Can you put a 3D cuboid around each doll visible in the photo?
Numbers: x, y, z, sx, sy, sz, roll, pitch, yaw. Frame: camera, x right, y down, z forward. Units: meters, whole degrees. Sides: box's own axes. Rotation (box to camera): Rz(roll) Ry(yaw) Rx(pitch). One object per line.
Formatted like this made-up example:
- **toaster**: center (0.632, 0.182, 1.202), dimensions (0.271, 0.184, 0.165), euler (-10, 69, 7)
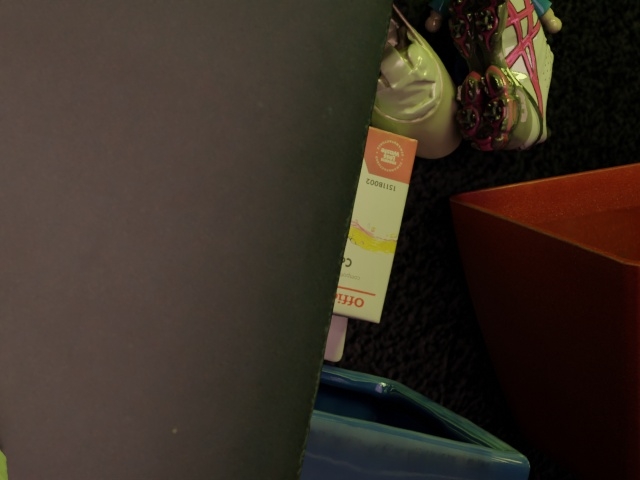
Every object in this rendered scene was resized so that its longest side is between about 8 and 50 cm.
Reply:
- **doll**: center (0.158, -0.188, 0.918), dimensions (0.129, 0.046, 0.189), euler (-7, 93, -9)

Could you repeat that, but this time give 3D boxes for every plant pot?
- **plant pot**: center (-0.021, 0.209, 0.762), dimensions (0.236, 0.236, 0.212), euler (16, 91, -21)
- **plant pot**: center (0.292, 0.078, 0.874), dimensions (0.267, 0.267, 0.236), euler (-10, 106, -21)

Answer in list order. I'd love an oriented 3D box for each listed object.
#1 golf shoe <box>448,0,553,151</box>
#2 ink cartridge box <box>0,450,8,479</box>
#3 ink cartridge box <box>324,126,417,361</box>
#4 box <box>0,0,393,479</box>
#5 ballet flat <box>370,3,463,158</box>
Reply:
- **golf shoe**: center (0.158, -0.168, 0.869), dimensions (0.086, 0.067, 0.186), euler (-4, 93, -36)
- **ink cartridge box**: center (-0.187, 0.042, 0.272), dimensions (0.127, 0.072, 0.175), euler (-39, 101, -15)
- **ink cartridge box**: center (0.000, 0.000, 0.849), dimensions (0.115, 0.067, 0.198), euler (13, 87, -21)
- **box**: center (-0.196, -0.010, 0.558), dimensions (0.297, 0.472, 0.480), euler (13, 86, -21)
- **ballet flat**: center (0.041, -0.166, 0.852), dimensions (0.086, 0.086, 0.248), euler (-42, 102, -16)
